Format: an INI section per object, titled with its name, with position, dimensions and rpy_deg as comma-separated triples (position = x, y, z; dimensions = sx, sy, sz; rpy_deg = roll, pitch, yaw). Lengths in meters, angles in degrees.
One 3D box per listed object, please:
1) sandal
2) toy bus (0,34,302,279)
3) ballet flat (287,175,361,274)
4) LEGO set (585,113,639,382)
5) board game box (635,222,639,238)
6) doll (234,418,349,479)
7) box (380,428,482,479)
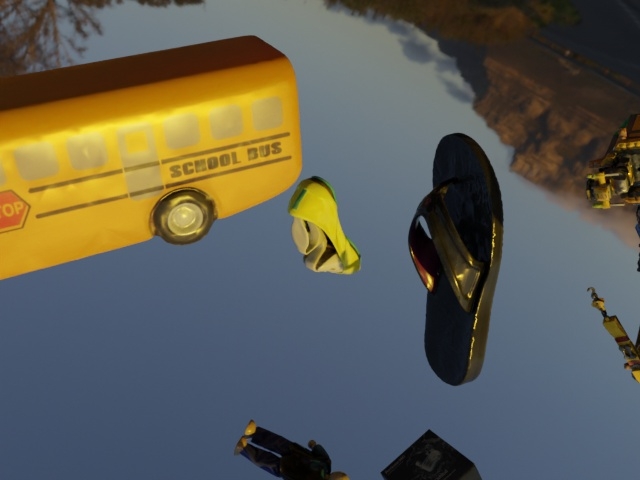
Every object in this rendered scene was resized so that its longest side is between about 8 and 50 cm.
[sandal]
position = 0.217, 0.044, 1.181
dimensions = 0.107, 0.445, 0.168
rpy_deg = -8, -164, -27
[toy bus]
position = -0.185, -0.058, 0.532
dimensions = 0.333, 0.130, 0.108
rpy_deg = -16, -144, -19
[ballet flat]
position = 0.000, 0.000, 1.013
dimensions = 0.077, 0.077, 0.231
rpy_deg = 23, 156, 28
[LEGO set]
position = 0.352, 0.046, 0.585
dimensions = 0.255, 0.331, 0.192
rpy_deg = 6, -146, 31
[board game box]
position = 0.724, -0.057, 1.089
dimensions = 0.302, 0.308, 0.086
rpy_deg = 8, -129, -19
[doll]
position = -0.043, 0.360, 1.116
dimensions = 0.189, 0.046, 0.129
rpy_deg = 22, -145, 9
[box]
position = 0.245, 0.527, 1.530
dimensions = 0.158, 0.156, 0.093
rpy_deg = 27, 149, 56
